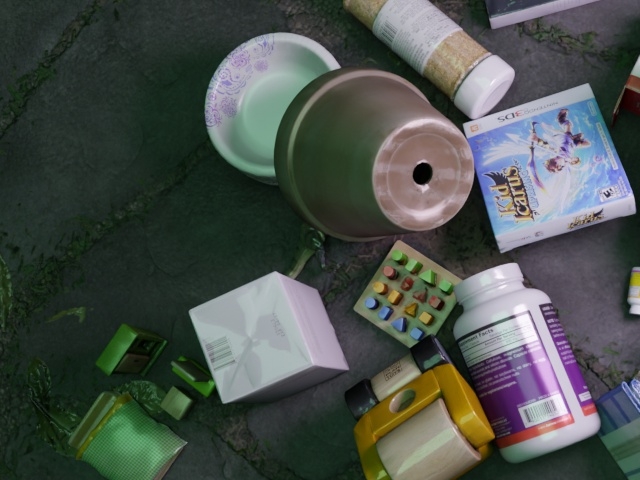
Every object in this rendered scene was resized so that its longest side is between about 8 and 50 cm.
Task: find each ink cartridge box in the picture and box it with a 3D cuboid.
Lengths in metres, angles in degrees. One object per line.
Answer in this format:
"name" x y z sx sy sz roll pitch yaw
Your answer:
"ink cartridge box" 0.467 -0.527 1.860 0.332 0.065 0.165 -14 77 11
"ink cartridge box" 0.604 -0.303 1.750 0.078 0.134 0.231 26 89 16

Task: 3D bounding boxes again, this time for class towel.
"towel" 0.559 0.373 1.625 0.034 0.209 0.285 -28 72 -17

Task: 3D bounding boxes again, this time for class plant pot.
"plant pot" 0.114 -0.136 1.700 0.323 0.280 0.323 -5 103 -21

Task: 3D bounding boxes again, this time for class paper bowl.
"paper bowl" -0.071 -0.248 1.908 0.284 0.148 0.284 -2 80 14

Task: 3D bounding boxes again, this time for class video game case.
"video game case" 0.405 -0.134 1.763 0.244 0.061 0.269 -18 54 12

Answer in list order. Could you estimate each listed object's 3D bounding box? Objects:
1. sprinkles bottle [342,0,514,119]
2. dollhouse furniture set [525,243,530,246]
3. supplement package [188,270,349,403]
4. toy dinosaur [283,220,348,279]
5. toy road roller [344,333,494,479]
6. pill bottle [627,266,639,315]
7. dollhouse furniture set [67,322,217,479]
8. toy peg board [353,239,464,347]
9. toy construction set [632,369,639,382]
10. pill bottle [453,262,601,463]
"sprinkles bottle" 0.203 -0.385 1.873 0.355 0.121 0.121 44 93 17
"dollhouse furniture set" 0.402 -0.063 1.797 0.081 0.091 0.114 -20 75 -5
"supplement package" -0.084 0.184 1.766 0.175 0.293 0.177 -25 76 9
"toy dinosaur" 0.000 0.000 1.897 0.118 0.064 0.268 25 97 14
"toy road roller" 0.199 0.340 1.670 0.202 0.329 0.240 -36 110 9
"pill bottle" 0.571 0.091 1.742 0.043 0.043 0.083 8 84 16
"dollhouse furniture set" -0.362 0.342 1.886 0.197 0.151 0.301 35 91 17
"toy peg board" 0.163 0.103 1.827 0.161 0.079 0.160 33 90 17
"toy construction set" 0.663 0.283 1.642 0.215 0.151 0.327 -43 71 -8
"pill bottle" 0.347 0.211 1.709 0.181 0.181 0.323 -22 76 10
